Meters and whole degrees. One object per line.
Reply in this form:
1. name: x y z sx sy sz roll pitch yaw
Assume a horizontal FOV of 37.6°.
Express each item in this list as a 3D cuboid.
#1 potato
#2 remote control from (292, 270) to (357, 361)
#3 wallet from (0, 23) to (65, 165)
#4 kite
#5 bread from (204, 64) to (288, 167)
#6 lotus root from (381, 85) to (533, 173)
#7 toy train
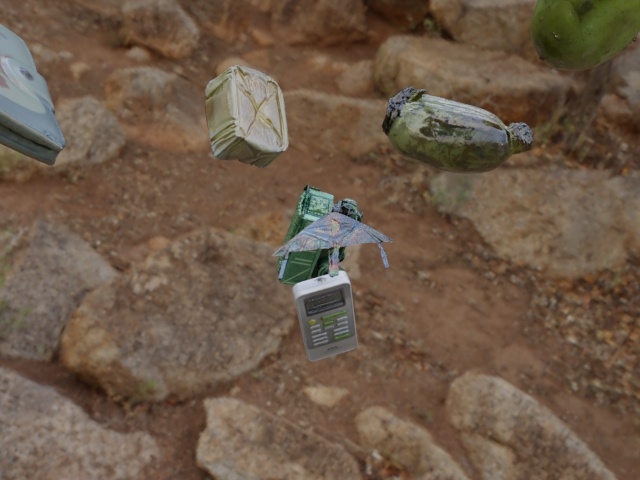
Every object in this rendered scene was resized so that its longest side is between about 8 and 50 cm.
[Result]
1. potato: 0.554 -0.476 1.878 0.216 0.304 0.216 22 33 -15
2. remote control: 0.011 0.141 1.705 0.250 0.103 0.034 83 -10 -55
3. wallet: -0.560 -0.282 1.585 0.252 0.083 0.360 33 21 -50
4. kite: 0.018 0.004 1.393 0.183 0.010 0.160 -6 37 3
5. bread: -0.171 -0.278 2.152 0.110 0.209 0.192 -18 -16 37
6. lotus root: 0.280 -0.213 1.931 0.309 0.173 0.173 12 10 3
7. toy train: 0.000 0.000 2.082 0.154 0.269 0.115 15 46 -6
